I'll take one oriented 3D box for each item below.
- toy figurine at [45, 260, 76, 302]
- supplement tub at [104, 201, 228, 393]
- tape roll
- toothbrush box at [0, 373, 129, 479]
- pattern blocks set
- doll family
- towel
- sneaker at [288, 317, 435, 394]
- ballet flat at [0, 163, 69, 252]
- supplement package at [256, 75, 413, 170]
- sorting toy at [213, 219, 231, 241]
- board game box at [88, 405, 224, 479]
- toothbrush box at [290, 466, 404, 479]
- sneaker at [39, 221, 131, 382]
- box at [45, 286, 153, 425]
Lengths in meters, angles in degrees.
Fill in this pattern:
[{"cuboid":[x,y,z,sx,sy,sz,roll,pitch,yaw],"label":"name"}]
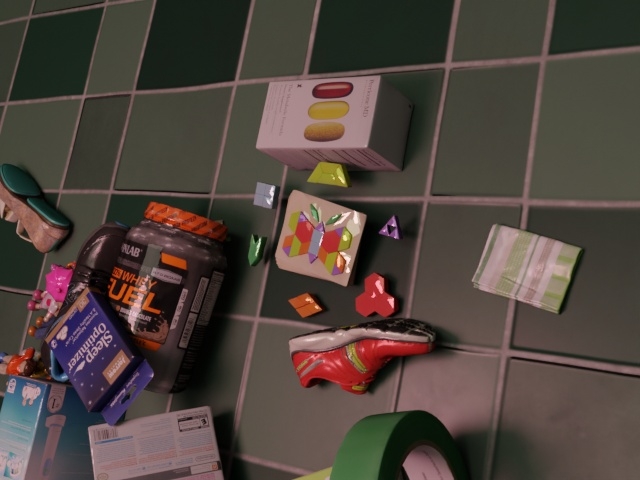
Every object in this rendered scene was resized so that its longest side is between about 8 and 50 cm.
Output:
[{"cuboid":[-0.523,0.087,1.746,0.130,0.159,0.173,-49,55,11],"label":"toy figurine"},{"cuboid":[-0.308,0.109,1.565,0.207,0.207,0.338,14,84,36],"label":"supplement tub"},{"cuboid":[0.121,0.400,1.118,0.077,0.321,0.321,-14,69,29],"label":"tape roll"},{"cuboid":[-0.532,0.432,1.613,0.126,0.216,0.295,4,79,35],"label":"toothbrush box"},{"cuboid":[0.000,0.000,1.466,0.325,0.026,0.285,3,90,33],"label":"pattern blocks set"},{"cuboid":[-0.598,0.222,1.803,0.163,0.118,0.263,-1,57,40],"label":"doll family"},{"cuboid":[0.323,0.042,1.277,0.152,0.023,0.113,18,87,36],"label":"towel"},{"cuboid":[0.076,0.199,1.367,0.279,0.107,0.118,-12,88,34],"label":"sneaker"},{"cuboid":[-0.724,-0.074,1.968,0.316,0.107,0.106,41,107,37],"label":"ballet flat"},{"cuboid":[0.027,-0.211,1.483,0.244,0.134,0.139,4,78,34],"label":"supplement package"},{"cuboid":[-0.216,-0.013,1.661,0.083,0.012,0.062,-7,72,33],"label":"sorting toy"},{"cuboid":[-0.278,0.466,1.426,0.097,0.224,0.303,116,144,-58],"label":"board game box"},{"cuboid":[0.006,0.484,1.294,0.283,0.122,0.206,-25,63,25],"label":"toothbrush box"},{"cuboid":[-0.455,0.128,1.624,0.341,0.125,0.139,-66,22,5],"label":"sneaker"},{"cuboid":[-0.398,0.207,1.449,0.136,0.036,0.225,-50,59,10],"label":"box"}]
